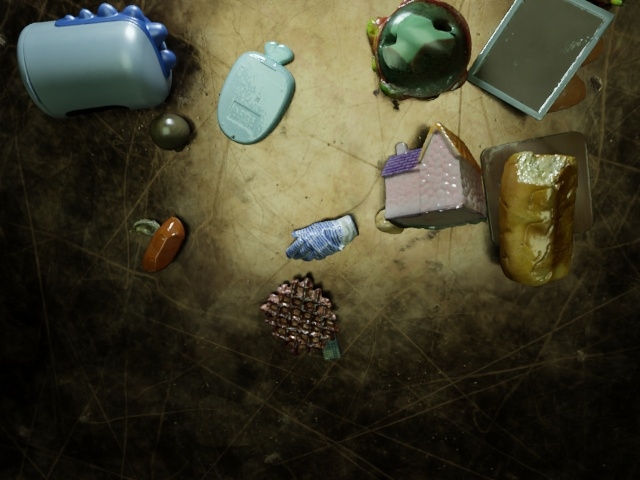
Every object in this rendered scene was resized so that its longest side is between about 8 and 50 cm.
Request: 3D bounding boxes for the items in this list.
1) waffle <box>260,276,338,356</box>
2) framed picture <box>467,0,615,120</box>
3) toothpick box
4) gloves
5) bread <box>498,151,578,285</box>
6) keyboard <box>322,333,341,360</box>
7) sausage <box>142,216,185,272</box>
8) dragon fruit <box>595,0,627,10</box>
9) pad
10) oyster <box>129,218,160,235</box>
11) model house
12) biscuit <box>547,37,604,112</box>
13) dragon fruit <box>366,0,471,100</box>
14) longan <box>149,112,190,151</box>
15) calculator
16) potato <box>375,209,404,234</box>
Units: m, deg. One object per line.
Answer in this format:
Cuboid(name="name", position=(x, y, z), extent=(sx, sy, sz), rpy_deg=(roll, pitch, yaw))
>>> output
Cuboid(name="waffle", position=(-0.058, 0.235, 1.432), extent=(0.221, 0.055, 0.234), rpy_deg=(-36, 91, 18))
Cuboid(name="framed picture", position=(0.554, -0.490, 1.215), extent=(0.232, 0.019, 0.296), rpy_deg=(37, 103, 14))
Cuboid(name="toothpick box", position=(-0.547, -0.461, 1.215), extent=(0.353, 0.263, 0.264), rpy_deg=(-4, 103, 4))
Cuboid(name="gloves", position=(0.001, -0.003, 1.367), extent=(0.229, 0.097, 0.119), rpy_deg=(-29, 69, 15))
Cuboid(name="bread", position=(0.552, -0.060, 1.239), extent=(0.148, 0.195, 0.345), rpy_deg=(-7, 102, -14))
Cuboid(name="keyboard", position=(0.019, 0.287, 1.466), extent=(0.055, 0.014, 0.176), rpy_deg=(-12, 101, 10))
Cuboid(name="sausage", position=(-0.463, 0.018, 1.402), extent=(0.089, 0.089, 0.179), rpy_deg=(32, 99, -3))
Cuboid(name="dragon fruit", position=(0.674, -0.638, 1.157), extent=(0.174, 0.142, 0.139), rpy_deg=(20, 140, 26))
Cuboid(name="pad", position=(0.606, -0.139, 1.320), extent=(0.283, 0.018, 0.287), rpy_deg=(-10, 103, 7))
Cuboid(name="oyster", position=(-0.519, -0.035, 1.429), extent=(0.080, 0.038, 0.083), rpy_deg=(-39, 123, 21))
Cuboid(name="model house", position=(0.306, -0.163, 1.264), extent=(0.236, 0.202, 0.238), rpy_deg=(-9, 78, 42))
Cuboid(name="biscuit", position=(0.648, -0.442, 1.238), extent=(0.186, 0.036, 0.192), rpy_deg=(-10, 102, 5))
Cuboid(name="dragon fruit", position=(0.252, -0.491, 1.215), extent=(0.294, 0.130, 0.269), rpy_deg=(21, 109, -1))
Cuboid(name="longan", position=(-0.417, -0.298, 1.325), extent=(0.106, 0.106, 0.119), rpy_deg=(-19, 140, 8))
Cuboid(name="calculator", position=(-0.176, -0.405, 1.303), extent=(0.183, 0.042, 0.295), rpy_deg=(30, 104, -3))
Cuboid(name="potato", position=(0.200, -0.051, 1.355), extent=(0.083, 0.062, 0.068), rpy_deg=(20, 121, -22))
